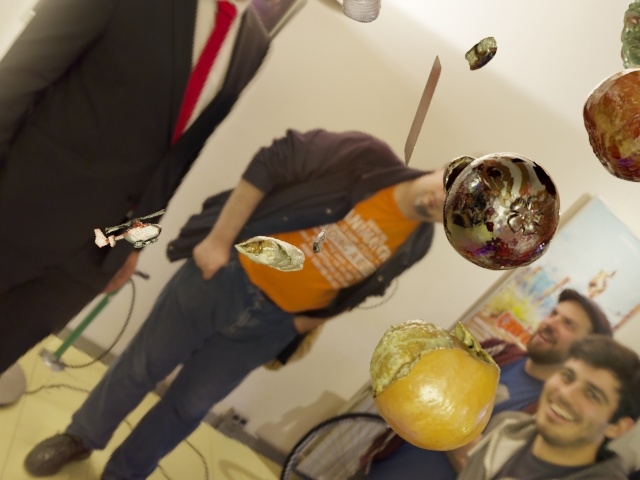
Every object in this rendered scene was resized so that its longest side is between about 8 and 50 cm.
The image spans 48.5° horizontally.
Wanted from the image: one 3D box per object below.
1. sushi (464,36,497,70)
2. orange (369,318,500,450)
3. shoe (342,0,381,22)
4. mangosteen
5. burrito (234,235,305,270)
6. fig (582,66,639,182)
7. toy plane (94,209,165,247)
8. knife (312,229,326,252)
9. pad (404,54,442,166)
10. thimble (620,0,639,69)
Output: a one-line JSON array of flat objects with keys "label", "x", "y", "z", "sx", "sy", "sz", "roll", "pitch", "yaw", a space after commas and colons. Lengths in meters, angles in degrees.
[{"label": "sushi", "x": 0.348, "y": -0.395, "z": 1.520, "sx": 0.044, "sy": 0.083, "sz": 0.046, "roll": -7, "pitch": 75, "yaw": -30}, {"label": "orange", "x": 0.127, "y": 0.153, "z": 0.785, "sx": 0.156, "sy": 0.134, "sz": 0.156, "roll": 52, "pitch": 13, "yaw": -18}, {"label": "shoe", "x": 0.094, "y": -0.538, "z": 1.329, "sx": 0.095, "sy": 0.245, "sz": 0.138, "roll": 12, "pitch": -29, "yaw": 2}, {"label": "mangosteen", "x": 0.294, "y": -0.048, "z": 1.176, "sx": 0.210, "sy": 0.210, "sz": 0.210, "roll": 41, "pitch": 11, "yaw": -10}, {"label": "burrito", "x": -0.110, "y": 0.037, "z": 1.816, "sx": 0.117, "sy": 0.076, "sz": 0.392, "roll": 17, "pitch": -2, "yaw": 12}, {"label": "fig", "x": 0.541, "y": -0.196, "z": 1.177, "sx": 0.205, "sy": 0.205, "sz": 0.205, "roll": 41, "pitch": 11, "yaw": -10}, {"label": "toy plane", "x": -0.371, "y": -0.014, "z": 1.402, "sx": 0.037, "sy": 0.145, "sz": 0.060, "roll": -157, "pitch": -128, "yaw": -78}, {"label": "knife", "x": 0.000, "y": 0.000, "z": 1.958, "sx": 0.121, "sy": 0.018, "sz": 0.031, "roll": -58, "pitch": 139, "yaw": -62}, {"label": "pad", "x": 0.255, "y": -0.326, "z": 1.787, "sx": 0.002, "sy": 0.266, "sz": 0.176, "roll": 16, "pitch": 27, "yaw": -3}, {"label": "thimble", "x": 0.748, "y": -0.436, "z": 1.528, "sx": 0.149, "sy": 0.185, "sz": 0.211, "roll": -1, "pitch": 27, "yaw": 4}]
